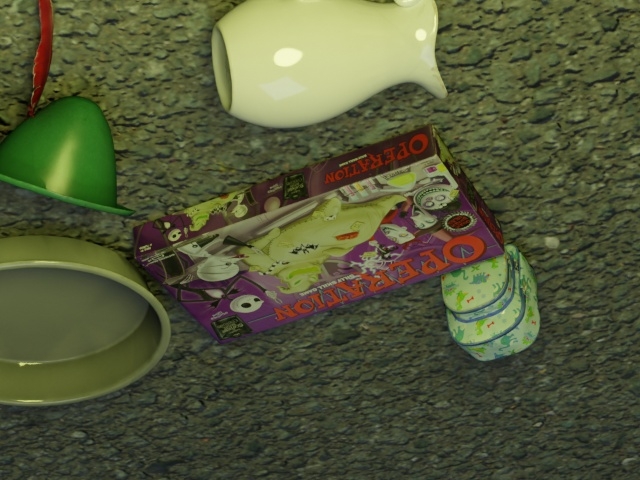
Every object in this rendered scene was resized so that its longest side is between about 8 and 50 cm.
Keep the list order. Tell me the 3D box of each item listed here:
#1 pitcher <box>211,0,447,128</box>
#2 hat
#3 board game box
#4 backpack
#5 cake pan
[{"bbox_3d":[0.009,-0.193,1.812,0.207,0.125,0.178,-10,126,-13],"label":"pitcher"},{"bbox_3d":[-0.235,-0.132,1.927,0.173,0.183,0.208,16,-178,-18],"label":"hat"},{"bbox_3d":[0.000,0.000,2.135,0.347,0.056,0.208,-19,147,17],"label":"board game box"},{"bbox_3d":[0.183,0.068,2.198,0.105,0.114,0.084,-21,143,22],"label":"backpack"},{"bbox_3d":[-0.312,0.087,2.202,0.293,0.054,0.293,-4,145,-3],"label":"cake pan"}]
